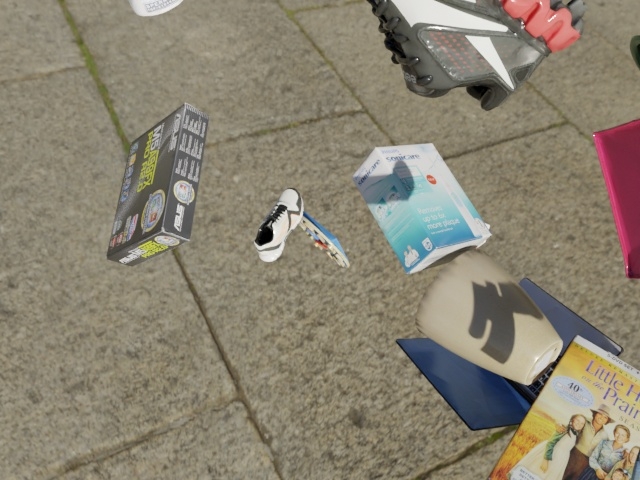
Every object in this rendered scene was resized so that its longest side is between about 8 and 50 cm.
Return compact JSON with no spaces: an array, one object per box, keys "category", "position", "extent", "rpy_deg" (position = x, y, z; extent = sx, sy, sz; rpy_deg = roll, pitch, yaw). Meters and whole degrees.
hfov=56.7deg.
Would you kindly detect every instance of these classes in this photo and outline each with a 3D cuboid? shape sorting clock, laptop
[{"category":"shape sorting clock","position":[0.000,0.000,1.574],"extent":[0.040,0.206,0.206],"rpy_deg":[-43,68,-9]},{"category":"laptop","position":[0.496,0.285,1.610],"extent":[0.408,0.236,0.382],"rpy_deg":[-47,36,4]}]

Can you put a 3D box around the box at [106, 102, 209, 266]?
[{"category":"box","position":[-0.314,-0.103,1.144],"extent":[0.060,0.216,0.269],"rpy_deg":[23,61,-38]}]

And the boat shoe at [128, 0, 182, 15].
[{"category":"boat shoe","position":[-0.281,-0.419,0.852],"extent":[0.108,0.102,0.301],"rpy_deg":[-28,45,-8]}]

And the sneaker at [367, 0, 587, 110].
[{"category":"sneaker","position":[0.083,-0.194,0.483],"extent":[0.276,0.135,0.097],"rpy_deg":[21,28,-26]}]

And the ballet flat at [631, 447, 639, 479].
[{"category":"ballet flat","position":[0.381,0.207,0.614],"extent":[0.070,0.070,0.188],"rpy_deg":[30,65,13]}]

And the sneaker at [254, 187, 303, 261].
[{"category":"sneaker","position":[-0.055,-0.026,0.796],"extent":[0.040,0.043,0.109],"rpy_deg":[14,70,21]}]

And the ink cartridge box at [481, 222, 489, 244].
[{"category":"ink cartridge box","position":[0.419,-0.041,1.888],"extent":[0.198,0.115,0.067],"rpy_deg":[23,67,-3]}]

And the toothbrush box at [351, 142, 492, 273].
[{"category":"toothbrush box","position":[0.247,-0.087,1.468],"extent":[0.217,0.126,0.295],"rpy_deg":[-10,62,-38]}]

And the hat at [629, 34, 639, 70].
[{"category":"hat","position":[0.713,-0.370,1.108],"extent":[0.173,0.184,0.208],"rpy_deg":[54,16,6]}]

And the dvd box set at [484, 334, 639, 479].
[{"category":"dvd box set","position":[0.581,0.439,1.246],"extent":[0.308,0.062,0.420],"rpy_deg":[34,61,23]}]

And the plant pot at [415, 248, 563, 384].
[{"category":"plant pot","position":[0.411,0.198,1.385],"extent":[0.257,0.256,0.274],"rpy_deg":[-27,48,-28]}]

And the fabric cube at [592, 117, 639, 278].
[{"category":"fabric cube","position":[0.619,-0.091,0.879],"extent":[0.258,0.259,0.253],"rpy_deg":[-14,91,-15]}]
